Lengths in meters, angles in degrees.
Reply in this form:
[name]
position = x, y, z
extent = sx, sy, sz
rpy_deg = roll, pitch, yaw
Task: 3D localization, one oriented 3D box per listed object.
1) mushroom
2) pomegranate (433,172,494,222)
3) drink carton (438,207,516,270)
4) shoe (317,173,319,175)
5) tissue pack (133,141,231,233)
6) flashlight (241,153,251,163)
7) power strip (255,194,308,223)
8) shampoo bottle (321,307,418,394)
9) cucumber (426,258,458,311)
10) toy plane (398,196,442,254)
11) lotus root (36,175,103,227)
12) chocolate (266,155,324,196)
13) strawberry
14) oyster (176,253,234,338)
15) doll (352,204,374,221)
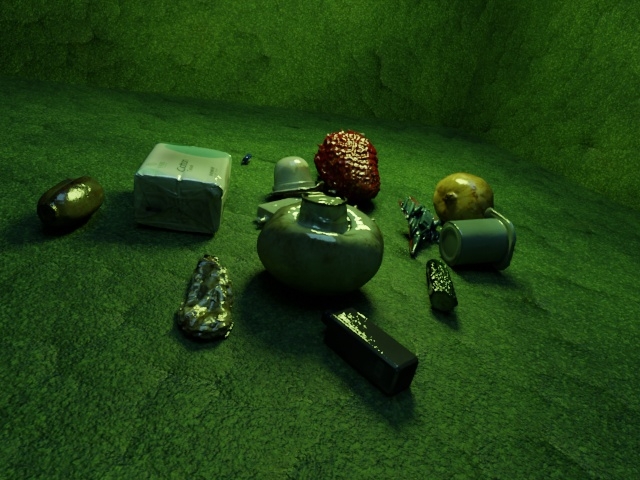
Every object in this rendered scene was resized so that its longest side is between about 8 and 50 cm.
[mushroom]
position = 0.000, 0.000, 1.281
extent = 0.352, 0.260, 0.352
rpy_deg = 6, 21, -2
[pomegranate]
position = 0.569, -0.159, 1.897
extent = 0.248, 0.248, 0.248
rpy_deg = 9, 25, -4
[drink carton]
position = 0.518, 0.001, 1.594
extent = 0.190, 0.185, 0.191
rpy_deg = 0, 29, -16
[shoe]
position = 0.056, -0.356, 2.243
extent = 0.110, 0.095, 0.265
rpy_deg = 13, 23, 3
[tissue pack]
position = -0.438, -0.185, 1.557
extent = 0.266, 0.193, 0.356
rpy_deg = 8, 26, -11
[flashlight]
position = -0.334, -0.375, 2.189
extent = 0.035, 0.057, 0.121
rpy_deg = 45, 14, -13
[power strip]
position = -0.103, -0.108, 1.697
extent = 0.098, 0.058, 0.338
rpy_deg = 28, 30, 31
[shampoo bottle]
position = 0.095, 0.229, 1.051
extent = 0.079, 0.080, 0.246
rpy_deg = -11, 33, -42
[cucumber]
position = 0.350, 0.122, 1.391
extent = 0.077, 0.077, 0.265
rpy_deg = 13, 24, 4
[toy plane]
position = 0.360, -0.046, 1.710
extent = 0.223, 0.104, 0.326
rpy_deg = 39, 29, -7
[lotus root]
position = -0.717, -0.111, 1.373
extent = 0.124, 0.123, 0.241
rpy_deg = -15, 25, 13
[chocolate]
position = -0.101, -0.247, 1.817
extent = 0.221, 0.147, 0.221
rpy_deg = -2, 11, 0
[strawberry]
position = 0.107, -0.293, 1.970
extent = 0.292, 0.292, 0.343
rpy_deg = 9, 38, -6
[oyster]
position = -0.275, 0.117, 1.152
extent = 0.129, 0.078, 0.345
rpy_deg = -2, 30, -9
[doll]
position = 0.073, -0.065, 1.638
extent = 0.211, 0.093, 0.262
rpy_deg = -19, 41, -37
